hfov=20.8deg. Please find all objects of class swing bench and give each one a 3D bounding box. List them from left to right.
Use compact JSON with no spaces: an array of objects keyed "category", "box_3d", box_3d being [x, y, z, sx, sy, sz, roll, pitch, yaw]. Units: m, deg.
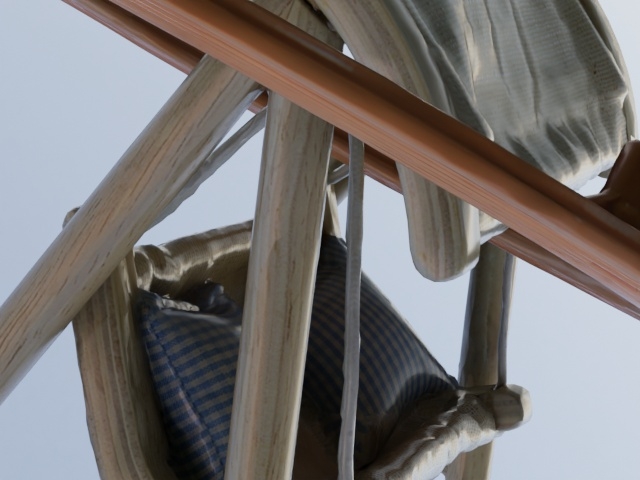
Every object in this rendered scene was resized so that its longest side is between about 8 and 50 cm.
[{"category":"swing bench","box_3d":[0.000,0.000,0.597,0.165,0.254,0.253,28,-162,15]}]

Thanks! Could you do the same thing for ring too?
[{"category":"ring","box_3d":[0.000,-0.045,0.468,0.337,0.032,0.336,29,-179,0]}]
